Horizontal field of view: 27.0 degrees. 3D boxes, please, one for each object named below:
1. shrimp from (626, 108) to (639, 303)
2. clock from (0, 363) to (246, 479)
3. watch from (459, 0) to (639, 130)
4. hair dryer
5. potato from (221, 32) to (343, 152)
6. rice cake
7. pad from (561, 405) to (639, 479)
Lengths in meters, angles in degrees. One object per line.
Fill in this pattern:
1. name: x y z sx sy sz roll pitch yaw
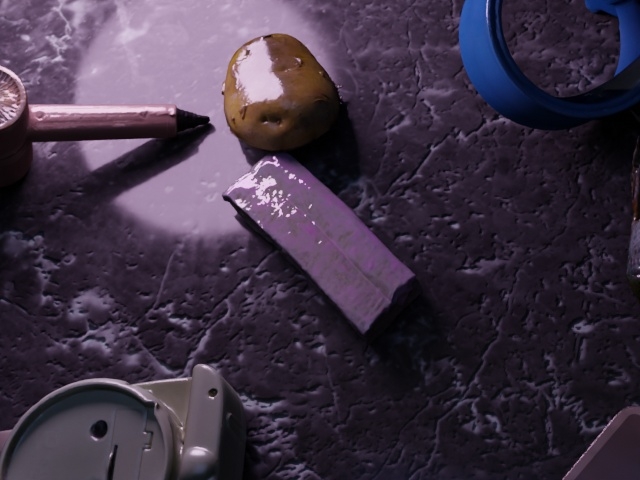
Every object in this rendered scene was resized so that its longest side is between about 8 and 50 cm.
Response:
1. shrimp: 0.428 -0.093 1.501 0.137 0.172 0.372 4 90 -14
2. clock: -0.254 0.282 1.555 0.324 0.108 0.265 -4 62 14
3. watch: 0.332 -0.242 1.632 0.274 0.241 0.305 -40 92 -11
4. hair dryer: -0.323 -0.149 1.809 0.344 0.189 0.106 -1 67 -9
5. potato: -0.056 -0.207 1.759 0.164 0.081 0.200 -21 46 -4
6. rice cake: 0.002 0.000 1.672 0.106 0.050 0.298 -41 59 -9
7. pad: 0.386 0.307 1.423 0.266 0.002 0.176 36 76 29
